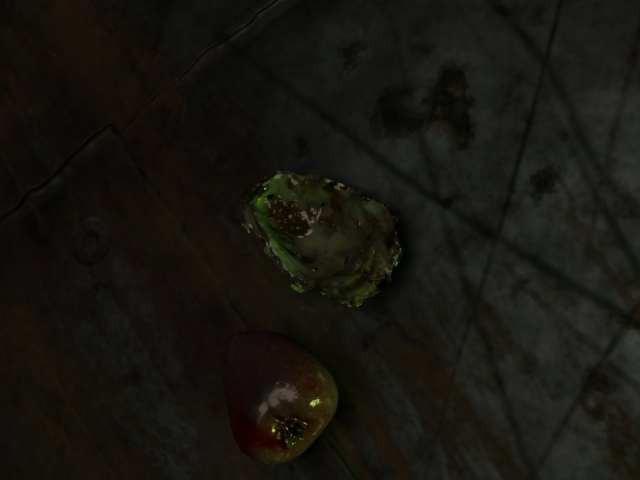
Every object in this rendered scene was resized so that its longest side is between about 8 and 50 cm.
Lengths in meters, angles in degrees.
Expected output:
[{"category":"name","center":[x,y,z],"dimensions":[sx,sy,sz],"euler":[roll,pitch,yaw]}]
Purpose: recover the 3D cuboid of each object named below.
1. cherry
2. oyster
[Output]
[{"category":"cherry","center":[-0.034,0.139,1.464],"dimensions":[0.106,0.087,0.126],"euler":[-27,55,27]},{"category":"oyster","center":[-0.005,-0.005,1.485],"dimensions":[0.177,0.056,0.105],"euler":[22,82,26]}]
